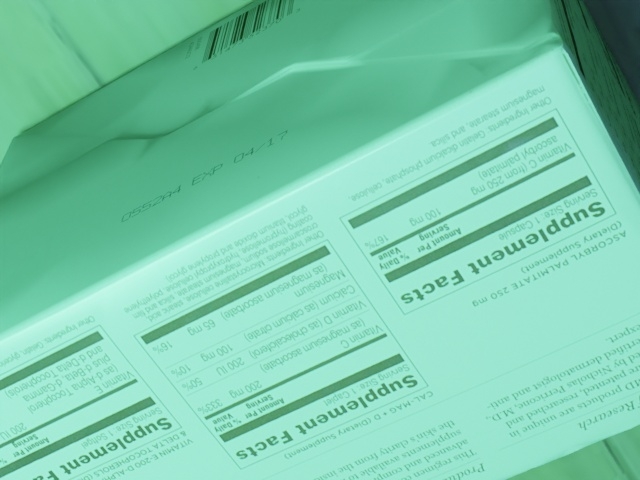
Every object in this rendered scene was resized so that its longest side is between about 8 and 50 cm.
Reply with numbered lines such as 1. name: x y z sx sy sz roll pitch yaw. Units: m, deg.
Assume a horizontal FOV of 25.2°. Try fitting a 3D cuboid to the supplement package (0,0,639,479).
1. supplement package: 0.000 0.000 0.570 0.262 0.204 0.145 -26 116 17
